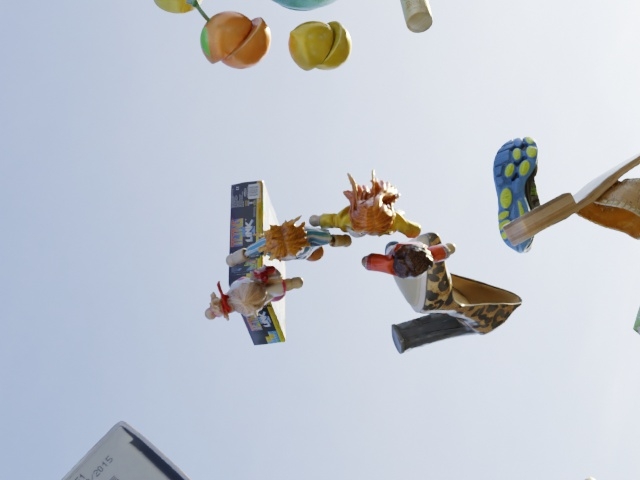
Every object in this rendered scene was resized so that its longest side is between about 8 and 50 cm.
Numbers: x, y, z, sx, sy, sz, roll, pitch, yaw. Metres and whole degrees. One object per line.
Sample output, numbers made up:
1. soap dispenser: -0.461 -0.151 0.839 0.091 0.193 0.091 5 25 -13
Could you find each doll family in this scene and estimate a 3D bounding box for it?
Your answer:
1. doll family: 0.000 0.000 1.424 0.163 0.263 0.118 -22 -82 -88

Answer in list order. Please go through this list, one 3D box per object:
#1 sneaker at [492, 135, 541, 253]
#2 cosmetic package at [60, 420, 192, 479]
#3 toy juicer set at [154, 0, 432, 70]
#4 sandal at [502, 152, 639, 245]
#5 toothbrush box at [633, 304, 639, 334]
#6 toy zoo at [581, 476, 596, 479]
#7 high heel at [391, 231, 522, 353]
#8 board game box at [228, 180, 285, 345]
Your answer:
1. sneaker: 0.293 -0.067 2.091 0.078 0.067 0.188 53 -143 -62
2. cosmetic package: -0.101 0.290 1.146 0.129 0.153 0.296 -47 -36 -12
3. toy juicer set: -0.001 -0.272 1.471 0.329 0.209 0.089 -17 -39 -23
4. sandal: 0.296 -0.030 1.433 0.240 0.088 0.079 -27 -93 -24
5. toothbrush box: 0.601 0.075 2.079 0.206 0.122 0.283 40 -135 -10
6. toy zoo: 0.323 0.408 1.865 0.293 0.192 0.030 -9 -58 -37
7. high heel: 0.190 0.046 1.835 0.186 0.093 0.261 -16 -32 -13
8. board game box: -0.082 0.030 1.860 0.141 0.048 0.170 74 -168 -50
